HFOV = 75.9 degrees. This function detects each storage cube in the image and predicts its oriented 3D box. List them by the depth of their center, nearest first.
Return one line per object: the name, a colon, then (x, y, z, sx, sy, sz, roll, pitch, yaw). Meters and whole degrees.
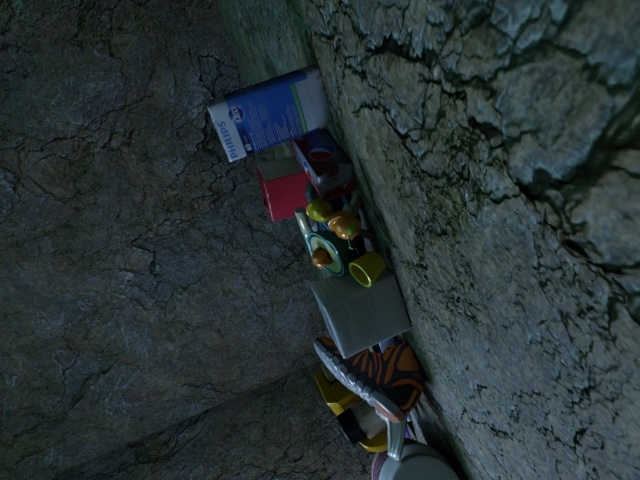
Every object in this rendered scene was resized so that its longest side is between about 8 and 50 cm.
storage cube: (-0.150, -0.225, 1.741, 0.183, 0.215, 0.193, -119, 16, -53)

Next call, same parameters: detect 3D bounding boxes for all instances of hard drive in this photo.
hard drive: (0.195, 0.317, 1.303, 0.172, 0.054, 0.254, -122, 12, -58)

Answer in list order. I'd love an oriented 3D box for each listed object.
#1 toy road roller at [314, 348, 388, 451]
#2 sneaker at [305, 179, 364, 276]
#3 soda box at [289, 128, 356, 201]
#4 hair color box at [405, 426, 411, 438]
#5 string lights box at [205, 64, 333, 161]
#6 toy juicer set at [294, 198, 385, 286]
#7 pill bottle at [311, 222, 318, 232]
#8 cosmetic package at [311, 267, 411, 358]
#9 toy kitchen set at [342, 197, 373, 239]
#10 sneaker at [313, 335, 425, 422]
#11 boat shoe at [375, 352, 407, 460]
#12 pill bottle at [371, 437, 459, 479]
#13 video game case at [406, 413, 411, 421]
toy road roller: (0.147, 0.525, 1.341, 0.240, 0.202, 0.329, 60, 176, -35)
sneaker: (0.050, -0.011, 1.132, 0.340, 0.125, 0.140, 68, 169, -18)
soda box: (-0.004, -0.211, 1.045, 0.263, 0.092, 0.083, -118, 8, -46)
hair color box: (0.239, 0.627, 1.566, 0.185, 0.110, 0.338, -126, 18, -67)
string lights box: (-0.115, -0.294, 0.946, 0.076, 0.260, 0.133, -121, 12, -56)
toy juicer set: (0.000, 0.000, 1.004, 0.329, 0.089, 0.209, 10, 133, 59)
pill bottle: (0.047, 0.021, 1.321, 0.108, 0.108, 0.180, 79, 168, -60)
cosmetic package: (0.097, 0.162, 1.018, 0.151, 0.184, 0.151, -135, 25, -72)
toy kitchen set: (0.094, -0.057, 1.018, 0.068, 0.075, 0.083, -144, 73, -72)
sneaker: (0.140, 0.328, 1.120, 0.321, 0.180, 0.124, 32, 154, 33)
boat shoe: (0.186, 0.449, 1.134, 0.098, 0.096, 0.277, 90, -174, -58)
pill bottle: (0.271, 0.705, 1.187, 0.392, 0.224, 0.224, 83, 165, -68)
video game case: (0.304, 0.629, 1.594, 0.157, 0.019, 0.143, 84, 163, -65)
